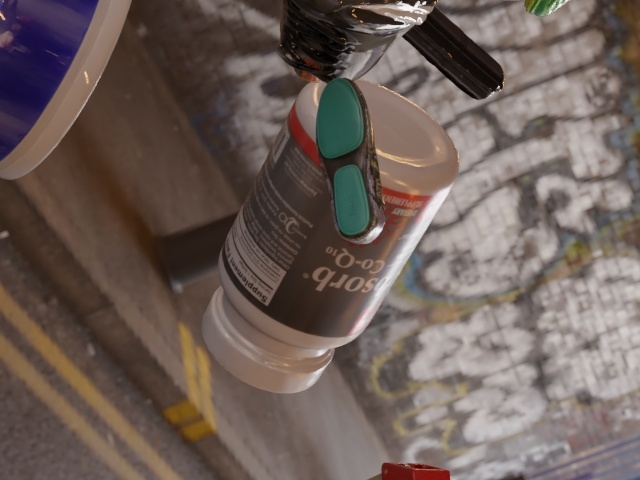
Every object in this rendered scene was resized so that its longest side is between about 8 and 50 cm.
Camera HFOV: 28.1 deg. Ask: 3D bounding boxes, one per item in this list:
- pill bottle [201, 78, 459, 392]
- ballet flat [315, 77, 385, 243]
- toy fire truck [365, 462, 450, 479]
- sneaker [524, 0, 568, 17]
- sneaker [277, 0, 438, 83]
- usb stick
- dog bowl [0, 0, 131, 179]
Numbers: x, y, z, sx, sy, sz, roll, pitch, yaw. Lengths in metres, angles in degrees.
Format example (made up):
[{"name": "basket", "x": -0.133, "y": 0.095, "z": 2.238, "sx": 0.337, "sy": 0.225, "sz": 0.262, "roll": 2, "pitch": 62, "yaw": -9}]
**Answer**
[{"name": "pill bottle", "x": 0.000, "y": 0.000, "z": 1.562, "sx": 0.363, "sy": 0.210, "sz": 0.210, "roll": -61, "pitch": -154, "yaw": 31}, {"name": "ballet flat", "x": 0.021, "y": -0.050, "z": 0.841, "sx": 0.041, "sy": 0.041, "sz": 0.114, "roll": 55, "pitch": 27, "yaw": -69}, {"name": "toy fire truck", "x": 0.037, "y": 0.273, "z": 1.158, "sx": 0.047, "sy": 0.192, "sz": 0.135, "roll": 9, "pitch": 74, "yaw": -39}, {"name": "sneaker", "x": 0.392, "y": -0.375, "z": 1.706, "sx": 0.123, "sy": 0.295, "sz": 0.109, "roll": 47, "pitch": 40, "yaw": -11}, {"name": "sneaker", "x": 0.016, "y": -0.155, "z": 0.898, "sx": 0.100, "sy": 0.108, "sz": 0.271, "roll": 37, "pitch": 9, "yaw": 2}, {"name": "usb stick", "x": 0.079, "y": -0.221, "z": 1.212, "sx": 0.278, "sy": 0.045, "sz": 0.077, "roll": 33, "pitch": 19, "yaw": -39}, {"name": "dog bowl", "x": -0.275, "y": -0.194, "z": 1.155, "sx": 0.104, "sy": 0.265, "sz": 0.265, "roll": 25, "pitch": 31, "yaw": -30}]
